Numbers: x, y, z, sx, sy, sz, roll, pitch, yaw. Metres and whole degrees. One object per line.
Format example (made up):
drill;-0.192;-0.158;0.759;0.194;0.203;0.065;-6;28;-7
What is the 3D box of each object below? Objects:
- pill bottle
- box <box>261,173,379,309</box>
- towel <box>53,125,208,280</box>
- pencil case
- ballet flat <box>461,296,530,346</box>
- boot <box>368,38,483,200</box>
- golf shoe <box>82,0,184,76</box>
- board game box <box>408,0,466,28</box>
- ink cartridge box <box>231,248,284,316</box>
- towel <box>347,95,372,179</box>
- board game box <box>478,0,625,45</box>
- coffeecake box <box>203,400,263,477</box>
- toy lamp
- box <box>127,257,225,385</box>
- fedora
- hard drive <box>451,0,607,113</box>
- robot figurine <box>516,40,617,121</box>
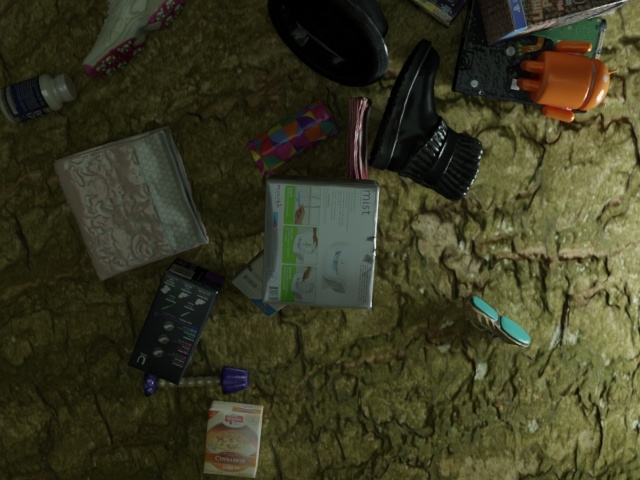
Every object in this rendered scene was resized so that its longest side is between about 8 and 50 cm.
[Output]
pill bottle;-0.699;-0.357;1.772;0.170;0.094;0.094;-17;100;3
box;0.000;0.000;1.491;0.231;0.127;0.261;2;101;1
towel;-0.485;-0.095;1.843;0.317;0.053;0.331;-18;99;3
pencil case;-0.072;-0.257;1.792;0.236;0.104;0.104;-30;99;7
ballet flat;0.462;0.226;1.903;0.206;0.073;0.067;38;125;-4
boot;0.290;-0.292;1.759;0.260;0.131;0.347;18;100;-8
golf shoe;-0.478;-0.531;1.743;0.306;0.115;0.140;-43;87;1
board game box;0.285;-0.625;1.740;0.170;0.048;0.141;36;100;0
ink cartridge box;-0.116;0.092;1.812;0.140;0.082;0.191;44;135;-8
towel;0.095;-0.217;1.678;0.037;0.329;0.236;3;101;7
board game box;0.528;-0.559;1.604;0.291;0.232;0.141;-15;97;2
coffeecake box;-0.238;0.542;1.950;0.143;0.068;0.185;6;100;0
toy lamp;-0.331;0.379;1.915;0.275;0.080;0.080;-4;100;0
box;-0.368;0.205;1.839;0.143;0.165;0.270;23;99;-4
fedora;0.043;-0.527;1.687;0.334;0.334;0.152;37;68;-6
hard drive;0.514;-0.458;1.770;0.339;0.064;0.236;9;100;-1
robot figurine;0.582;-0.379;1.688;0.220;0.128;0.158;9;69;-2
